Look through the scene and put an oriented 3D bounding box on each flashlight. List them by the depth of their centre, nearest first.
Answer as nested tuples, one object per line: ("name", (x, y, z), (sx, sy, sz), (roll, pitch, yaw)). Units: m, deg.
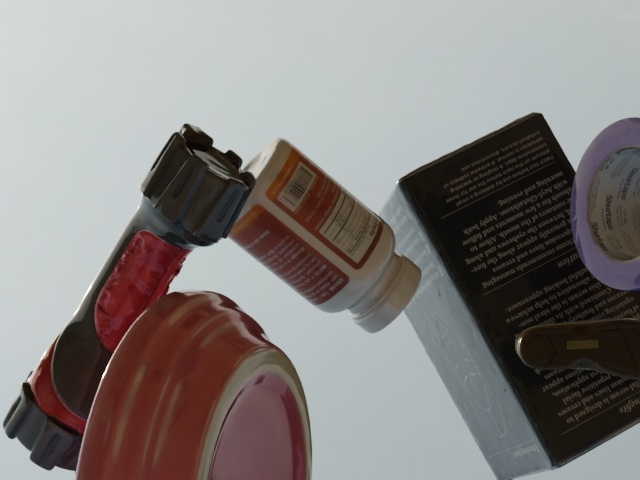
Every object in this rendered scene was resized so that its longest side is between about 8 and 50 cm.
("flashlight", (-0.158, 0.057, 1.227), (0.103, 0.304, 0.103), (33, -162, -2))

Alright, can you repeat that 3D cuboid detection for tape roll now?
("tape roll", (0.363, -0.038, 1.578), (0.080, 0.189, 0.189), (3, -146, -29))

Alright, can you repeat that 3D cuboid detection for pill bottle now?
("pill bottle", (0.000, 0.000, 1.552), (0.216, 0.121, 0.121), (40, -148, -15))

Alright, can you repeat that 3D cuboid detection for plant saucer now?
("plant saucer", (-0.087, 0.207, 1.183), (0.084, 0.332, 0.332), (3, -148, 20))

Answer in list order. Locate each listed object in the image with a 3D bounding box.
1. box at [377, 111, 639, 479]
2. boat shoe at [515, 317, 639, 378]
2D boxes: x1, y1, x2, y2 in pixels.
("box", (0.254, 0.084, 1.859), (0.212, 0.293, 0.395), (-26, -98, -12))
("boat shoe", (0.318, 0.117, 1.656), (0.190, 0.068, 0.072), (6, -177, 0))
